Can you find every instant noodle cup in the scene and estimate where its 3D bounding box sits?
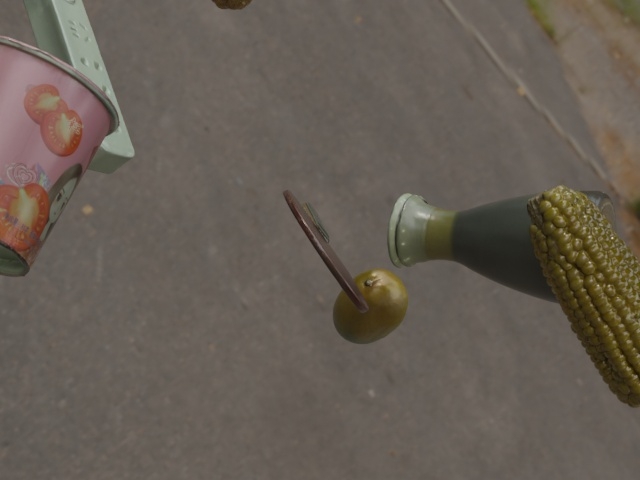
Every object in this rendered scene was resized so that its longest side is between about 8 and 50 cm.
[{"bbox_3d":[-0.406,-0.100,1.558,0.243,0.243,0.231,35,65,-33],"label":"instant noodle cup"}]

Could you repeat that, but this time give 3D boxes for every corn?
[{"bbox_3d":[0.385,0.082,1.668,0.347,0.130,0.130,58,25,1],"label":"corn"}]

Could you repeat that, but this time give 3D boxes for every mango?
[{"bbox_3d":[0.085,0.120,2.151,0.194,0.130,0.091,87,-15,-64],"label":"mango"}]

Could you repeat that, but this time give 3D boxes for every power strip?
[{"bbox_3d":[-0.390,-0.286,1.984,0.091,0.062,0.385,13,51,-58],"label":"power strip"}]

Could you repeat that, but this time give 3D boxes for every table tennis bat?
[{"bbox_3d":[0.000,0.000,1.420,0.154,0.021,0.274,55,2,-15],"label":"table tennis bat"}]

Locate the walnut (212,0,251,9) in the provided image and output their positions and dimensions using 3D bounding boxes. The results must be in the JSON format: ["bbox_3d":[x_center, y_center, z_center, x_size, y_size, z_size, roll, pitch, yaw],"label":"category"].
[{"bbox_3d":[-0.139,-0.403,1.957,0.079,0.096,0.082,26,54,23],"label":"walnut"}]

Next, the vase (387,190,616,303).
[{"bbox_3d":[0.268,0.002,1.892,0.173,0.321,0.173,-20,112,-61],"label":"vase"}]
